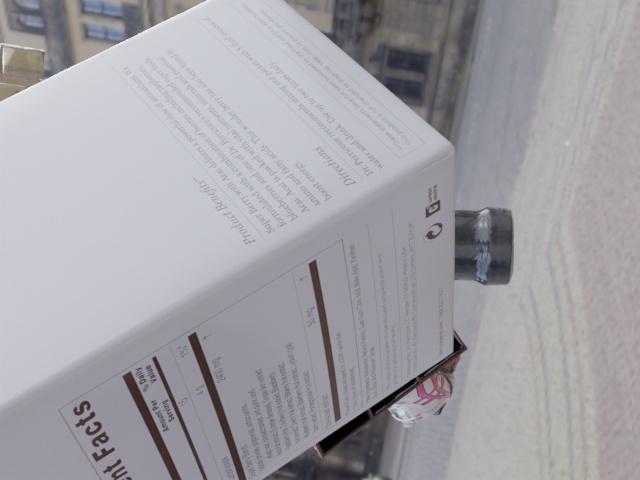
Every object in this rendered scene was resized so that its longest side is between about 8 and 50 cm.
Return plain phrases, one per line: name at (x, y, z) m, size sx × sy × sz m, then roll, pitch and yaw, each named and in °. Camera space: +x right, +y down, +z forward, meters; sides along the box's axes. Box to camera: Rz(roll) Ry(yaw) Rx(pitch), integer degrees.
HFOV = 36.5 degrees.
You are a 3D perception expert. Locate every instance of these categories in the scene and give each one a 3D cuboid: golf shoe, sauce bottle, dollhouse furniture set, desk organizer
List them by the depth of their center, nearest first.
desk organizer at (0.030, 0.082, 0.640) m, size 0.050 × 0.130 × 0.047 m, roll 22°, pitch 139°, yaw 56°
sauce bottle at (0.000, 0.000, 0.886) m, size 0.111 × 0.344 × 0.111 m, roll 3°, pitch -90°, yaw -86°
golf shoe at (0.100, 0.164, 1.045) m, size 0.186 × 0.067 × 0.086 m, roll 1°, pitch -85°, yaw -58°
dollhouse furniture set at (-0.428, -0.163, 1.227) m, size 0.151 × 0.144 × 0.123 m, roll -112°, pitch 36°, yaw -47°

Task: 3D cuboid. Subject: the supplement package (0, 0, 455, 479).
supplement package at (-0.097, 0.031, 0.501) m, size 0.293 × 0.177 × 0.175 m, roll -30°, pitch -36°, yaw -17°
